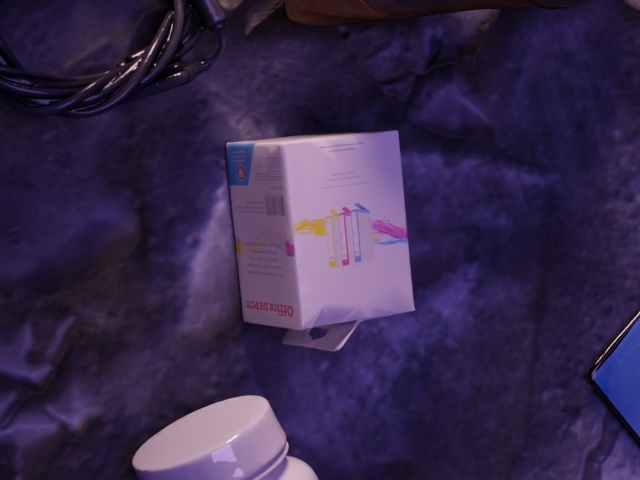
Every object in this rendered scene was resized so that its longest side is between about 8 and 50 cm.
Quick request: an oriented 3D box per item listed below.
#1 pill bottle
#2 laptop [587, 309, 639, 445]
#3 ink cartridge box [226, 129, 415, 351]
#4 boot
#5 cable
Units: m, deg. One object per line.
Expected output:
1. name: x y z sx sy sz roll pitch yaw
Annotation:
1. pill bottle: -0.039 0.217 1.293 0.119 0.119 0.208 -29 105 -23
2. laptop: 0.496 0.125 1.505 0.382 0.408 0.236 -47 144 -18
3. ink cartridge box: 0.000 0.000 1.323 0.090 0.092 0.143 -9 97 -27
4. boot: 0.095 -0.204 1.371 0.305 0.115 0.112 -13 89 -44
5. cable: -0.153 -0.158 1.266 0.184 0.047 0.150 -19 100 -25
